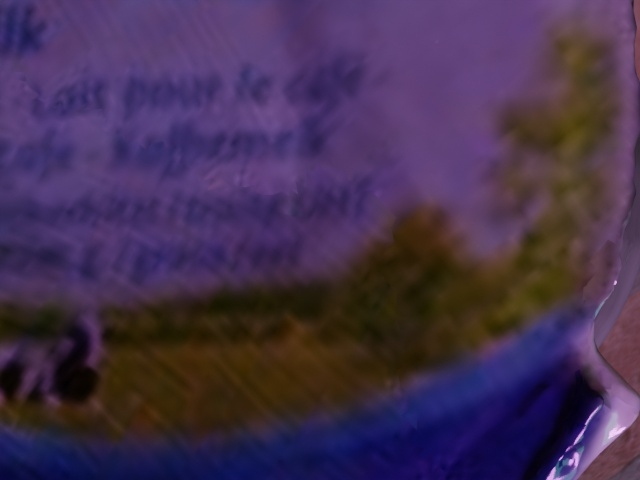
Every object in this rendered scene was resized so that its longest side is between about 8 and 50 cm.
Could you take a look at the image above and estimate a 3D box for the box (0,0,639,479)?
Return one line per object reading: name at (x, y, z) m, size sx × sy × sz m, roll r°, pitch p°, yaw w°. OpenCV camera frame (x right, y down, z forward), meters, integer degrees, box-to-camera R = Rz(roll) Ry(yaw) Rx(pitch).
box at (0.000, 0.000, 0.454) m, size 0.262 × 0.291 × 0.206 m, roll -6°, pitch 174°, yaw 24°
